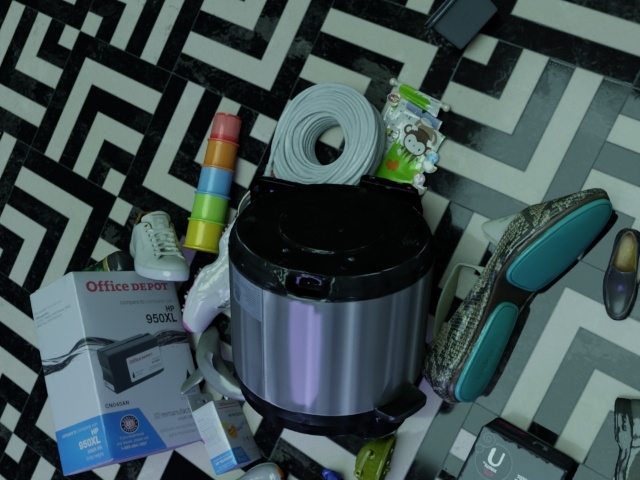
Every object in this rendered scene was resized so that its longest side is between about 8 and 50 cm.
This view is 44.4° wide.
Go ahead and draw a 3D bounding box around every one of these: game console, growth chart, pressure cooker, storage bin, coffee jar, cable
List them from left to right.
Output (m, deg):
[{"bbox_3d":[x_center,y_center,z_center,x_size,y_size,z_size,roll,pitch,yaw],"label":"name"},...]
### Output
[{"bbox_3d":[-0.519,0.091,1.875,0.184,0.096,0.079,-26,74,19],"label":"coffee jar"},{"bbox_3d":[0.011,0.145,1.435,0.375,0.370,0.420,2,119,1],"label":"pressure cooker"},{"bbox_3d":[0.015,-0.201,1.651,0.257,0.089,0.257,7,83,32],"label":"cable"},{"bbox_3d":[0.026,-0.040,1.586,0.361,0.044,0.213,13,118,14],"label":"game console"},{"bbox_3d":[0.175,-0.201,1.628,0.172,0.021,0.237,26,97,26],"label":"growth chart"},{"bbox_3d":[0.284,-0.452,1.575,0.091,0.098,0.135,43,103,-5],"label":"storage bin"}]

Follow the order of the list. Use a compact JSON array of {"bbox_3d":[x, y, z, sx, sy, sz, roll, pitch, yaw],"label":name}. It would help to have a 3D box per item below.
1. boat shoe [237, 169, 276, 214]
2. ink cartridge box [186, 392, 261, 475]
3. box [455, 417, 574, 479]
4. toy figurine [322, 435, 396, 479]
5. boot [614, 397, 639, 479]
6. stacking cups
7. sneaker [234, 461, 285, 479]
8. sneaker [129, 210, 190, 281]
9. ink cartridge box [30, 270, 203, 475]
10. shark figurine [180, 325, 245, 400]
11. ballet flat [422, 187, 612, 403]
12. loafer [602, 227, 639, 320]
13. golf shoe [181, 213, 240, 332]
[{"bbox_3d":[-0.130,-0.100,1.745,0.043,0.049,0.137,44,98,20],"label":"boat shoe"},{"bbox_3d":[-0.208,0.401,1.689,0.061,0.104,0.181,-32,72,18],"label":"ink cartridge box"},{"bbox_3d":[0.320,0.482,1.412,0.165,0.143,0.270,27,95,23],"label":"box"},{"bbox_3d":[-0.009,0.529,1.544,0.217,0.191,0.362,16,90,31],"label":"toy figurine"},{"bbox_3d":[0.587,0.389,1.338,0.161,0.083,0.246,0,85,19],"label":"boot"},{"bbox_3d":[-0.245,-0.132,1.773,0.096,0.096,0.316,7,87,25],"label":"stacking cups"},{"bbox_3d":[-0.191,0.559,1.654,0.262,0.121,0.099,-36,71,17],"label":"sneaker"},{"bbox_3d":[-0.364,0.005,1.737,0.290,0.106,0.123,31,116,56],"label":"sneaker"},{"bbox_3d":[-0.430,0.271,1.695,0.166,0.285,0.395,-25,74,33],"label":"ink cartridge box"},{"bbox_3d":[-0.193,0.276,1.656,0.278,0.116,0.166,28,53,30],"label":"shark figurine"},{"bbox_3d":[0.329,0.074,1.463,0.182,0.164,0.483,43,104,43],"label":"ballet flat"},{"bbox_3d":[0.538,0.059,1.405,0.062,0.061,0.170,5,87,24],"label":"loafer"},{"bbox_3d":[-0.190,0.089,1.715,0.140,0.115,0.306,34,99,20],"label":"golf shoe"}]
